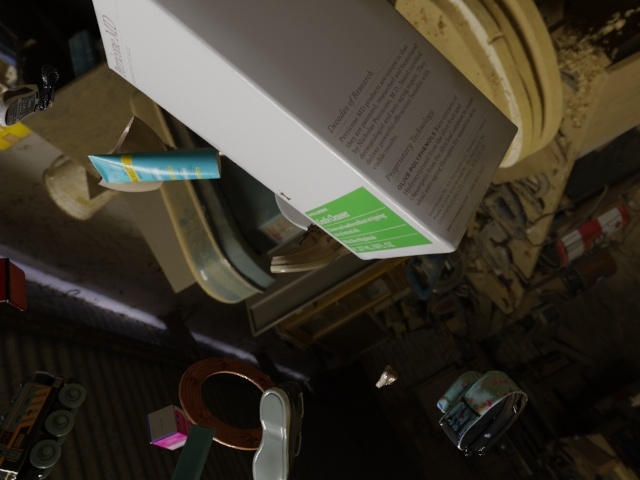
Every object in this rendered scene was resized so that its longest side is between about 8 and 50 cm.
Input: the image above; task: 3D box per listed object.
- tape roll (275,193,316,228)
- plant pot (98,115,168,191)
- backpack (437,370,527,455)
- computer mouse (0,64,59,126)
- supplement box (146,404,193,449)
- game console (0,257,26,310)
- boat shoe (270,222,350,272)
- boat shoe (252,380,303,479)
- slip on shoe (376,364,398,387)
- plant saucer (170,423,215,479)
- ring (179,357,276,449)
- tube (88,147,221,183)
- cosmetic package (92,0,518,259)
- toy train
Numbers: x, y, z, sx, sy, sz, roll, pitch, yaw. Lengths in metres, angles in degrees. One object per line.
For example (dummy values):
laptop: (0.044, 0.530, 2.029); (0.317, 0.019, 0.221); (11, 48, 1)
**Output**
tape roll: (-0.002, -0.228, 1.836); (0.392, 0.391, 0.072); (61, -173, 18)
plant pot: (-0.677, -0.296, 1.635); (0.190, 0.284, 0.284); (27, -159, -30)
backpack: (0.522, 0.531, 1.391); (0.225, 0.254, 0.191); (24, -158, -39)
computer mouse: (-0.637, -0.307, 0.930); (0.042, 0.106, 0.193); (27, -149, -13)
supplement box: (-0.600, 0.760, 1.756); (0.220, 0.113, 0.111); (83, 166, -58)
game console: (-0.918, 0.131, 1.241); (0.124, 0.085, 0.144); (-2, -126, -35)
boat shoe: (0.000, 0.000, 1.017); (0.109, 0.302, 0.098); (-3, 103, 48)
boat shoe: (-0.095, 0.499, 1.071); (0.114, 0.303, 0.091); (17, -168, 34)
slip on shoe: (0.197, 0.406, 1.274); (0.041, 0.051, 0.135); (27, 146, 13)
plant saucer: (-0.314, 0.541, 1.030); (0.018, 0.067, 0.192); (80, -158, -56)
ring: (-0.238, 0.451, 1.250); (0.336, 0.032, 0.337); (27, -163, -9)
tube: (-0.280, -0.130, 0.753); (0.080, 0.206, 0.052); (95, 169, -58)
cosmetic package: (-0.018, -0.147, 0.437); (0.365, 0.155, 0.197); (35, 165, -13)
toy train: (-0.838, 0.543, 1.275); (0.190, 0.142, 0.334); (27, -144, -22)
